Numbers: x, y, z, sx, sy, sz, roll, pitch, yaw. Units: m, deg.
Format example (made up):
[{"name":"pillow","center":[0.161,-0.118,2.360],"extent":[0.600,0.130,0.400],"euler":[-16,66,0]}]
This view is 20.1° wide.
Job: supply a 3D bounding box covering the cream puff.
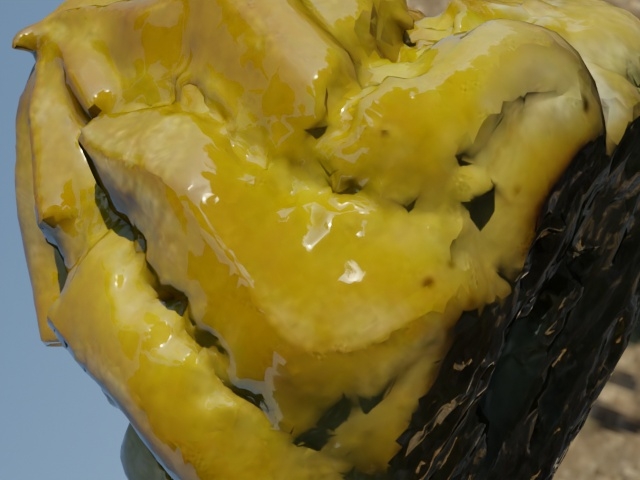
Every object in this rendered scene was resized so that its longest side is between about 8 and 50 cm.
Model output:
[{"name":"cream puff","center":[0.000,0.000,0.820],"extent":[0.324,0.257,0.291],"euler":[-19,-45,-59]}]
